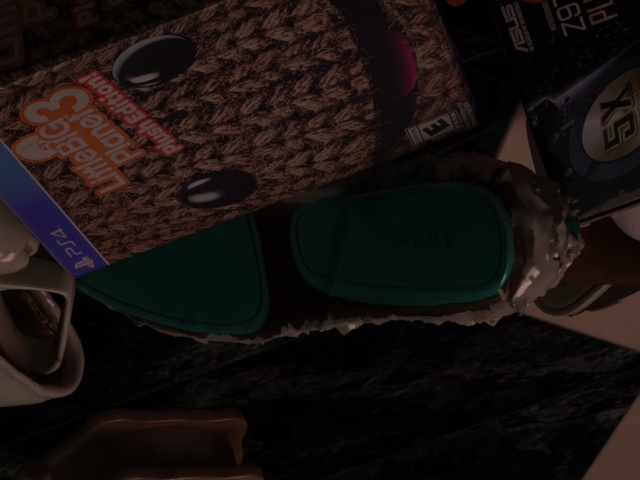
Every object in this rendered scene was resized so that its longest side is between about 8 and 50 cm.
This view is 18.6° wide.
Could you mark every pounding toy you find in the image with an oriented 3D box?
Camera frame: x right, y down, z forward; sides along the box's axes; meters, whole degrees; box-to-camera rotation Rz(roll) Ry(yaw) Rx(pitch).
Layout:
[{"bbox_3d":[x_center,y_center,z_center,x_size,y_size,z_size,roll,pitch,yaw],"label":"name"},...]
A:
[{"bbox_3d":[-0.173,0.256,1.804,0.270,0.154,0.154,2,142,-30],"label":"pounding toy"}]

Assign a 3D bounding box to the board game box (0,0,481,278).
[{"bbox_3d":[-0.076,-0.129,1.197,0.291,0.141,0.232,-21,151,7],"label":"board game box"}]

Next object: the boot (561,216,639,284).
[{"bbox_3d":[0.280,-0.002,1.547,0.305,0.115,0.112,-4,116,28],"label":"boot"}]

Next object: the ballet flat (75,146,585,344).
[{"bbox_3d":[0.000,0.000,1.360,0.409,0.147,0.147,3,164,34],"label":"ballet flat"}]

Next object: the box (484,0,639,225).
[{"bbox_3d":[0.204,-0.121,1.321,0.147,0.077,0.180,-19,109,6],"label":"box"}]

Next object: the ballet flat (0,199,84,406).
[{"bbox_3d":[-0.238,0.006,1.334,0.139,0.139,0.400,-15,151,-3],"label":"ballet flat"}]

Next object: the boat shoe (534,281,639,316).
[{"bbox_3d":[0.280,-0.010,1.660,0.228,0.081,0.069,-35,160,29],"label":"boat shoe"}]

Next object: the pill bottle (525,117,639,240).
[{"bbox_3d":[0.292,-0.086,1.457,0.264,0.146,0.146,-16,151,-1],"label":"pill bottle"}]

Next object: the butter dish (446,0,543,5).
[{"bbox_3d":[0.145,-0.206,1.164,0.160,0.118,0.160,-44,150,-7],"label":"butter dish"}]
